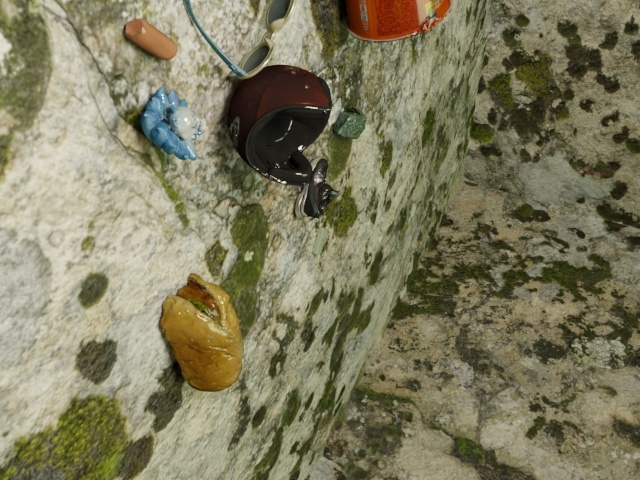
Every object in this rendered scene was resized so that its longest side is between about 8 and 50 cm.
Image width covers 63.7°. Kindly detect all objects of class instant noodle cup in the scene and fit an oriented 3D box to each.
[{"bbox_3d":[0.154,-0.580,1.114,0.250,0.250,0.192,-58,147,-29],"label":"instant noodle cup"}]

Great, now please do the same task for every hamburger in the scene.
[{"bbox_3d":[-0.218,0.204,1.018,0.124,0.130,0.262,-51,147,-40],"label":"hamburger"}]

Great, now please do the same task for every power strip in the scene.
[{"bbox_3d":[0.000,0.000,1.517,0.040,0.016,0.090,-14,121,-66],"label":"power strip"}]

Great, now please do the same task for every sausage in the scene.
[{"bbox_3d":[-0.230,-0.274,0.706,0.083,0.034,0.034,12,97,-69],"label":"sausage"}]

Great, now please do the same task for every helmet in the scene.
[{"bbox_3d":[-0.068,-0.215,0.928,0.216,0.193,0.189,-37,154,-41],"label":"helmet"}]

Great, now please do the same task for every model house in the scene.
[{"bbox_3d":[0.074,-0.318,1.384,0.083,0.066,0.079,2,118,-49],"label":"model house"}]

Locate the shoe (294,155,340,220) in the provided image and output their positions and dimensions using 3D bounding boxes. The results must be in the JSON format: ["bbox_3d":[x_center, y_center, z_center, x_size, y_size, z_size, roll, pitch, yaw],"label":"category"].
[{"bbox_3d":[0.003,-0.126,1.305,0.071,0.099,0.169,20,89,-66],"label":"shoe"}]

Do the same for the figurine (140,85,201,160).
[{"bbox_3d":[-0.220,-0.172,0.753,0.114,0.079,0.114,-7,90,-75],"label":"figurine"}]

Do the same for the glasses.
[{"bbox_3d":[-0.119,-0.380,0.808,0.190,0.088,0.220,-67,158,-8],"label":"glasses"}]
